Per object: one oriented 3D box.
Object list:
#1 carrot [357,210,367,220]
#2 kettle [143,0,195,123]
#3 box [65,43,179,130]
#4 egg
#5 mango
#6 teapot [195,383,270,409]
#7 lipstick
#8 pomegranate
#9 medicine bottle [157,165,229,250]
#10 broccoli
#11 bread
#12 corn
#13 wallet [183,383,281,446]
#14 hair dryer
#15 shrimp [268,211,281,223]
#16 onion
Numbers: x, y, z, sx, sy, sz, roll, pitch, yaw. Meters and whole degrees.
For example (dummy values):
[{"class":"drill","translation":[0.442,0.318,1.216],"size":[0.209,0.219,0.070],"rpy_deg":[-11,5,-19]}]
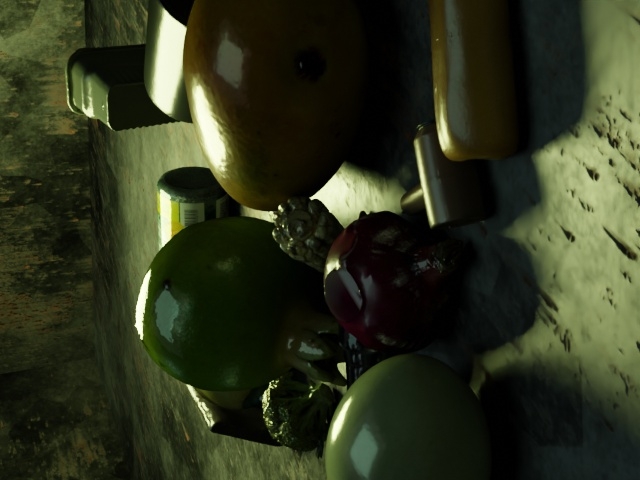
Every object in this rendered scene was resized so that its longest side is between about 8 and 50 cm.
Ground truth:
[{"class":"carrot","translation":[0.056,0.030,1.384],"size":[0.035,0.035,0.142],"rpy_deg":[-145,57,-62]},{"class":"kettle","translation":[-0.162,-0.325,1.657],"size":[0.308,0.262,0.203],"rpy_deg":[120,172,-63]},{"class":"box","translation":[-0.348,-0.303,1.981],"size":[0.178,0.274,0.138],"rpy_deg":[42,138,50]},{"class":"egg","translation":[0.099,0.242,1.131],"size":[0.186,0.187,0.253],"rpy_deg":[-130,35,-54]},{"class":"mango","translation":[-0.070,-0.199,1.359],"size":[0.445,0.232,0.300],"rpy_deg":[122,132,-68]},{"class":"teapot","translation":[-0.142,0.193,1.797],"size":[0.183,0.173,0.269],"rpy_deg":[-34,77,35]},{"class":"lipstick","translation":[0.065,0.144,1.331],"size":[0.081,0.081,0.299],"rpy_deg":[-163,67,-67]},{"class":"pomegranate","translation":[-0.099,0.082,1.499],"size":[0.359,0.310,0.216],"rpy_deg":[16,114,31]},{"class":"medicine bottle","translation":[-0.254,0.008,2.021],"size":[0.141,0.141,0.293],"rpy_deg":[-131,38,-55]},{"class":"broccoli","translation":[-0.034,0.272,1.603],"size":[0.120,0.130,0.131],"rpy_deg":[-40,16,19]},{"class":"bread","translation":[0.147,-0.197,1.003],"size":[0.092,0.074,0.239],"rpy_deg":[-166,69,-73]},{"class":"corn","translation":[0.000,0.000,1.379],"size":[0.211,0.087,0.087],"rpy_deg":[37,-145,-68]},{"class":"wallet","translation":[-0.181,0.304,1.929],"size":[0.042,0.165,0.309],"rpy_deg":[-67,27,7]},{"class":"hair dryer","translation":[0.124,-0.061,1.140],"size":[0.182,0.064,0.117],"rpy_deg":[143,117,-72]},{"class":"shrimp","translation":[-0.082,-0.064,1.687],"size":[0.099,0.041,0.180],"rpy_deg":[104,149,-47]},{"class":"onion","translation":[0.082,0.044,1.175],"size":[0.198,0.135,0.173],"rpy_deg":[-42,64,61]}]
